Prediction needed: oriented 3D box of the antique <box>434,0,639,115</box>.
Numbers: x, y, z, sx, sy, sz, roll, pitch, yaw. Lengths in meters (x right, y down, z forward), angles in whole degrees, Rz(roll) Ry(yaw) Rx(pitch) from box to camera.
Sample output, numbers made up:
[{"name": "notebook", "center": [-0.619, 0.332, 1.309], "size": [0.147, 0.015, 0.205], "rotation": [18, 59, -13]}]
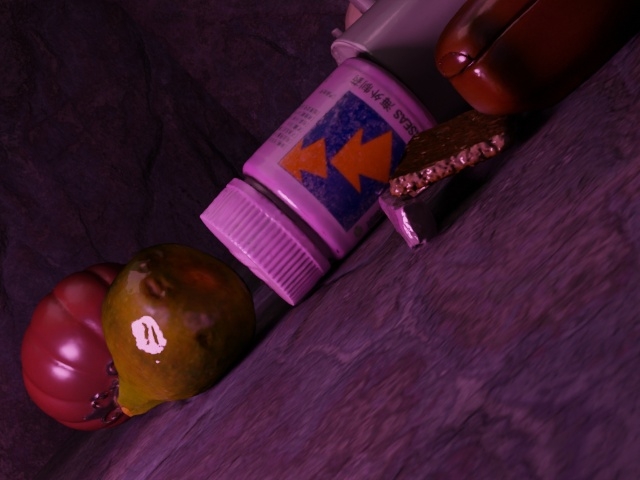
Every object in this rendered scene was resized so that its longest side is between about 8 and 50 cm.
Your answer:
[{"name": "antique", "center": [0.229, -0.230, 0.983], "size": [0.278, 0.129, 0.223], "rotation": [-48, 5, -19]}]

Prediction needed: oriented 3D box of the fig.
[{"name": "fig", "center": [-0.206, 0.144, 1.378], "size": [0.275, 0.206, 0.206], "rotation": [-65, -6, 32]}]

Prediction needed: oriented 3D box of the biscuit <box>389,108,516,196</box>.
[{"name": "biscuit", "center": [0.142, -0.101, 1.052], "size": [0.131, 0.025, 0.231], "rotation": [-22, 11, 18]}]

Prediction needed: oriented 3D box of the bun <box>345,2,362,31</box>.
[{"name": "bun", "center": [0.221, -0.399, 1.813], "size": [0.326, 0.234, 0.362], "rotation": [-32, -2, 43]}]

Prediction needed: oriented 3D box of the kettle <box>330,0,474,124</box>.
[{"name": "kettle", "center": [0.177, -0.316, 1.419], "size": [0.318, 0.205, 0.265], "rotation": [-47, 40, -6]}]

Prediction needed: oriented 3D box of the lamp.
[{"name": "lamp", "center": [-0.367, 0.182, 1.752], "size": [0.303, 0.257, 0.303], "rotation": [-31, -39, -29]}]

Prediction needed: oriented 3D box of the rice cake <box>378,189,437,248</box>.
[{"name": "rice cake", "center": [0.086, -0.026, 1.008], "size": [0.036, 0.047, 0.207], "rotation": [-38, 7, 4]}]

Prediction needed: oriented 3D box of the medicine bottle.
[{"name": "medicine bottle", "center": [0.003, -0.076, 1.302], "size": [0.291, 0.178, 0.178], "rotation": [-47, 6, -9]}]

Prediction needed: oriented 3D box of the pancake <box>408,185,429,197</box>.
[{"name": "pancake", "center": [0.141, -0.088, 1.234], "size": [0.115, 0.011, 0.115], "rotation": [-44, 4, 4]}]
